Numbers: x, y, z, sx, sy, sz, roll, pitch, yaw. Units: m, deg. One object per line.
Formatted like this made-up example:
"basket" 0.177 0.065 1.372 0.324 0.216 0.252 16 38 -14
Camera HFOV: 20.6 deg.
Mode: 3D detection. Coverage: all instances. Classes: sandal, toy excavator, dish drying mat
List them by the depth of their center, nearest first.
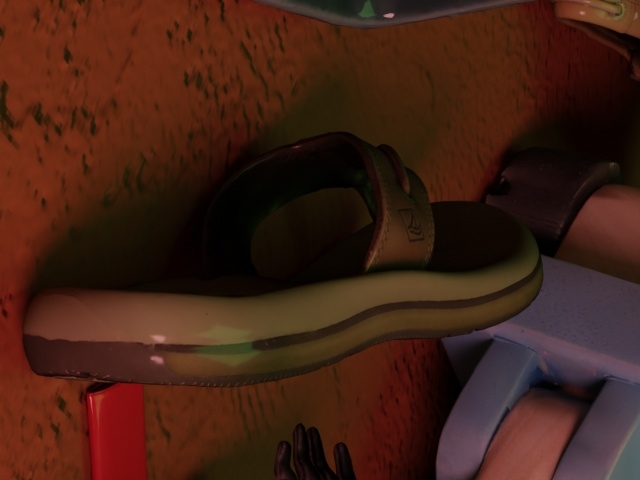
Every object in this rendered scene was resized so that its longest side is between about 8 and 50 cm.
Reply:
"dish drying mat" -0.078 0.091 0.675 0.032 0.008 0.083 -32 127 -56
"sandal" 0.001 0.000 0.693 0.303 0.120 0.086 -9 92 -62
"toy excavator" 0.114 0.147 0.887 0.445 0.222 0.433 -57 145 -24

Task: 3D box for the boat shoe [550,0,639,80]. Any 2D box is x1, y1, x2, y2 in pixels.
"boat shoe" 0.213 -0.129 1.100 0.285 0.104 0.089 28 77 -52

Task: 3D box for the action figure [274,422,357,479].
"action figure" -0.051 0.185 0.574 0.164 0.275 0.141 35 28 -21

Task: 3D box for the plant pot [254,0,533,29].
"plant pot" 0.060 -0.228 0.602 0.248 0.247 0.252 1 84 -64
